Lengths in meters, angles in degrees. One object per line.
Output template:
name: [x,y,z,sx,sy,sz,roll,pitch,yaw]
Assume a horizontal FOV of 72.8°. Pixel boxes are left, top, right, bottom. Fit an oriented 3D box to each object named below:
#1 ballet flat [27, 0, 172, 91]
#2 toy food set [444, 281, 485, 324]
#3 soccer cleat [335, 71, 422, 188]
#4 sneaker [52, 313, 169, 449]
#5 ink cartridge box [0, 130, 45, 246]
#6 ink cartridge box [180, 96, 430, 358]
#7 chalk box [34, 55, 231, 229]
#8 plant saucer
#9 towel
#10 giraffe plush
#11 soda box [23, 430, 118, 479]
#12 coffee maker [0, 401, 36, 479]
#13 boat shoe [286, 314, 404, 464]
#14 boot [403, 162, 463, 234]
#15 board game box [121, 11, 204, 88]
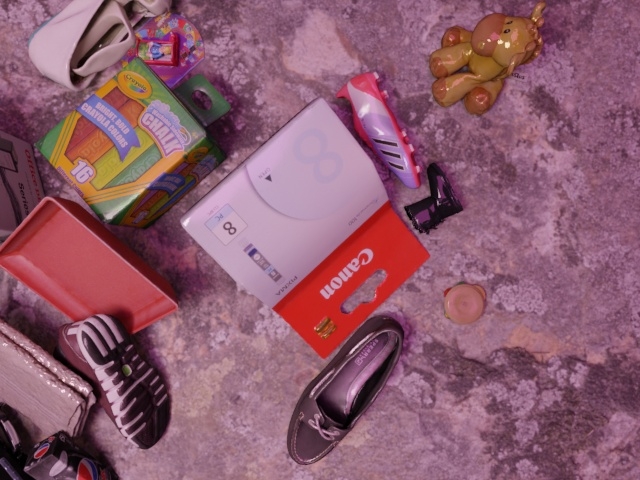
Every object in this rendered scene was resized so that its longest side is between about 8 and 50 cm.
ballet flat: [-0.365,-0.436,0.809,0.400,0.139,0.139,-44,90,4]
toy food set: [0.285,0.125,0.864,0.082,0.020,0.084,11,89,-1]
soccer cleat: [0.118,-0.205,0.849,0.095,0.083,0.248,-25,91,19]
sneaker: [-0.402,0.263,0.823,0.162,0.106,0.282,-6,110,29]
ink cartridge box: [-0.594,-0.094,0.729,0.114,0.273,0.199,-15,89,-4]
ink cartridge box: [0.000,0.000,0.777,0.308,0.091,0.385,-43,105,-5]
chalk box: [-0.298,-0.182,0.782,0.289,0.179,0.180,-43,90,-2]
plant saucer: [-0.399,0.059,0.753,0.258,0.048,0.259,-27,117,33]
towel: [-0.535,0.242,0.784,0.282,0.049,0.187,37,124,1]
giraffe plush: [0.323,-0.344,0.802,0.210,0.170,0.182,-3,88,-1]
soda box: [-0.446,0.425,0.789,0.060,0.053,0.169,-29,120,-1]
coffee maker: [-0.604,0.415,0.770,0.178,0.120,0.171,52,45,1]
boat shoe: [0.042,0.285,0.817,0.112,0.095,0.335,36,88,0]
boot: [0.213,-0.080,0.859,0.099,0.045,0.121,-29,87,4]
board game box: [-0.319,-0.380,0.860,0.168,0.033,0.133,-42,90,-2]
